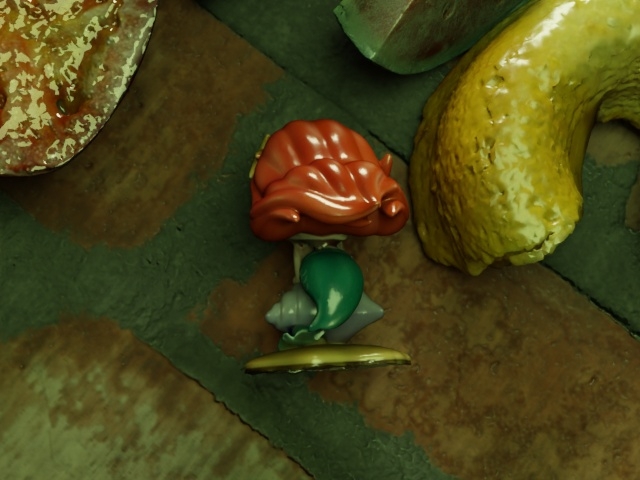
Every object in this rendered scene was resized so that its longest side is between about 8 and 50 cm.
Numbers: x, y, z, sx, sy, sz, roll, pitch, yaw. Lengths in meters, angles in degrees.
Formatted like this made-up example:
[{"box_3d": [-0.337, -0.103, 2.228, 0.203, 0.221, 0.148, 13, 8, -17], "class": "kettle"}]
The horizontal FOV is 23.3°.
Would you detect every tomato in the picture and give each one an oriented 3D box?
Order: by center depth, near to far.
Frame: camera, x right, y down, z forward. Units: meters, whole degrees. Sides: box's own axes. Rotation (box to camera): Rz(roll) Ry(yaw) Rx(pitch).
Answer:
[{"box_3d": [-0.319, -0.216, 1.559, 0.338, 0.144, 0.339, 1, 77, -4], "class": "tomato"}]

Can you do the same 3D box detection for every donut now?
[{"box_3d": [0.322, -0.111, 1.614, 0.435, 0.163, 0.378, 6, 80, -7], "class": "donut"}]

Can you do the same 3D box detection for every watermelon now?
[{"box_3d": [0.128, -0.316, 1.618, 0.318, 0.226, 0.148, -37, 67, -23], "class": "watermelon"}]

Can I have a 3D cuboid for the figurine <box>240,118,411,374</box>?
[{"box_3d": [0.008, 0.000, 1.533, 0.180, 0.208, 0.257, -7, 84, 23], "class": "figurine"}]
